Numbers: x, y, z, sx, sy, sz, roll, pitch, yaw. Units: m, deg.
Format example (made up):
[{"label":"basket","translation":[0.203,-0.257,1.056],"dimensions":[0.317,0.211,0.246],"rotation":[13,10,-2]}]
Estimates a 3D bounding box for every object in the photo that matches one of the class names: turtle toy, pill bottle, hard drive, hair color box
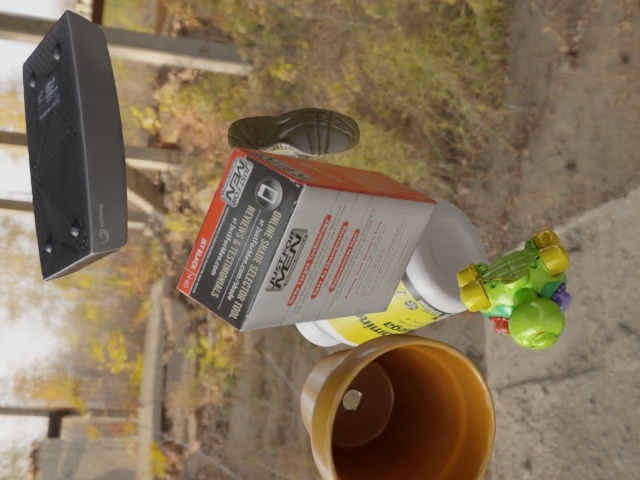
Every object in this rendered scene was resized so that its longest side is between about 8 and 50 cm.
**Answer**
[{"label":"turtle toy","translation":[0.169,0.046,0.719],"dimensions":[0.066,0.095,0.130],"rotation":[61,-168,-11]},{"label":"pill bottle","translation":[0.103,0.071,1.465],"dimensions":[0.334,0.187,0.188],"rotation":[-28,54,45]},{"label":"hard drive","translation":[-0.265,-0.095,0.928],"dimensions":[0.172,0.054,0.255],"rotation":[-21,75,53]},{"label":"hair color box","translation":[0.000,0.000,0.425],"dimensions":[0.141,0.043,0.072],"rotation":[2,-65,-61]}]

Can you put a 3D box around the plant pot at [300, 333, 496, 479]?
[{"label":"plant pot","translation":[0.066,0.204,1.006],"dimensions":[0.188,0.205,0.205],"rotation":[-175,91,-68]}]

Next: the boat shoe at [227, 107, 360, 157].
[{"label":"boat shoe","translation":[-0.027,-0.121,0.978],"dimensions":[0.049,0.152,0.056],"rotation":[-24,-64,-75]}]
